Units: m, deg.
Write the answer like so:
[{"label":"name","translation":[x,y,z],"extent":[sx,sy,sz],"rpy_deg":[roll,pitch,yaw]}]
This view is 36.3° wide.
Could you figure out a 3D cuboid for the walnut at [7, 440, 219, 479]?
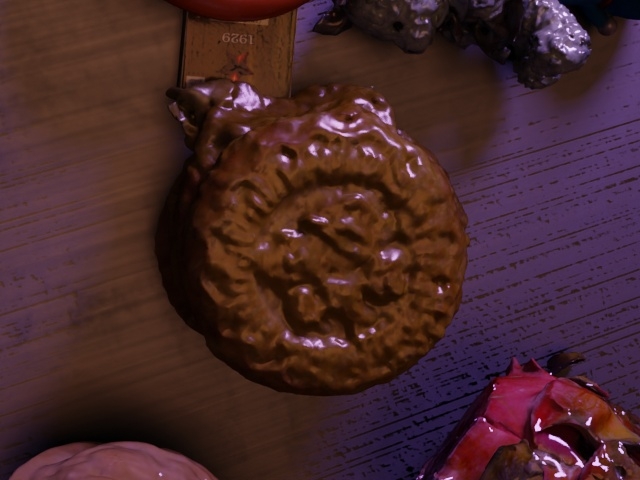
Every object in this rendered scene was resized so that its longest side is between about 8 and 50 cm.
[{"label":"walnut","translation":[-0.148,0.270,0.729],"extent":[0.224,0.257,0.257],"rpy_deg":[-34,112,25]}]

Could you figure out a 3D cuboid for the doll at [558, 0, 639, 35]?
[{"label":"doll","translation":[0.251,-0.231,0.829],"extent":[0.152,0.085,0.114],"rpy_deg":[-5,117,-6]}]

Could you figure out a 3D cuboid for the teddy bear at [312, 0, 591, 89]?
[{"label":"teddy bear","translation":[0.111,-0.194,0.768],"extent":[0.213,0.133,0.111],"rpy_deg":[13,88,-7]}]

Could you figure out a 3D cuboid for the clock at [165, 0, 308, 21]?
[{"label":"clock","translation":[-0.068,-0.261,0.717],"extent":[0.205,0.051,0.205],"rpy_deg":[2,82,-18]}]

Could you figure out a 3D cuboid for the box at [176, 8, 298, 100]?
[{"label":"box","translation":[-0.063,-0.176,0.767],"extent":[0.090,0.023,0.133],"rpy_deg":[2,100,-17]}]

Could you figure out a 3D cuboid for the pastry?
[{"label":"pastry","translation":[0.000,0.000,0.757],"extent":[0.240,0.132,0.235],"rpy_deg":[-1,109,-21]}]

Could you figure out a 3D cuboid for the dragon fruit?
[{"label":"dragon fruit","translation":[0.220,0.253,0.807],"extent":[0.291,0.269,0.250],"rpy_deg":[31,97,8]}]
